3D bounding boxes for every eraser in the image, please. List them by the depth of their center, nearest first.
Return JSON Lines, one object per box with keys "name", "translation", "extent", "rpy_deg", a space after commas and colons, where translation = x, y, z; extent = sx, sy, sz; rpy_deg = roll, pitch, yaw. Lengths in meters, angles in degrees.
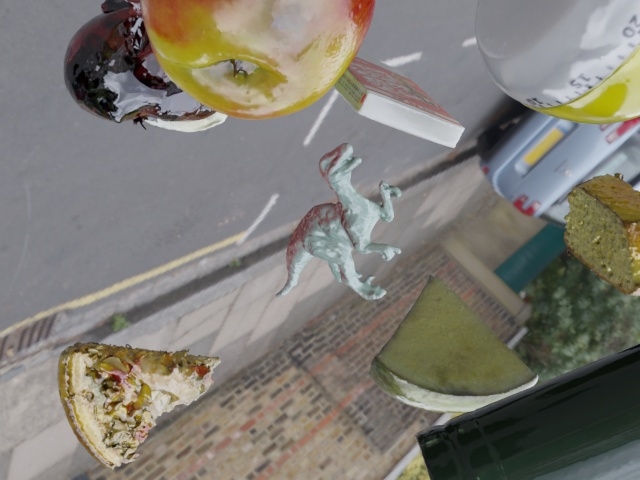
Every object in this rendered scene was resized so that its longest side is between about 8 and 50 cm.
{"name": "eraser", "translation": [0.082, -0.211, 0.946], "extent": [0.157, 0.230, 0.038], "rpy_deg": [14, 117, -28]}

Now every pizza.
{"name": "pizza", "translation": [-0.339, 0.309, 1.257], "extent": [0.288, 0.074, 0.251], "rpy_deg": [7, 110, -18]}

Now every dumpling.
{"name": "dumpling", "translation": [-0.314, -0.337, 1.636], "extent": [0.252, 0.131, 0.179], "rpy_deg": [-28, 139, -7]}

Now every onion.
{"name": "onion", "translation": [-0.284, -0.295, 1.125], "extent": [0.281, 0.221, 0.281], "rpy_deg": [-17, 156, -8]}

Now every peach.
{"name": "peach", "translation": [-0.047, -0.202, 0.561], "extent": [0.190, 0.190, 0.192], "rpy_deg": [114, -5, -58]}

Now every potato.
{"name": "potato", "translation": [0.170, 0.198, 1.126], "extent": [0.255, 0.269, 0.112], "rpy_deg": [-11, 133, -37]}

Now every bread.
{"name": "bread", "translation": [0.328, -0.009, 0.756], "extent": [0.065, 0.103, 0.187], "rpy_deg": [-11, -155, -2]}

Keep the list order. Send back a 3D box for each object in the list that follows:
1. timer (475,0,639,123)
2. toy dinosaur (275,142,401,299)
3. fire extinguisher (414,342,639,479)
{"name": "timer", "translation": [0.338, -0.243, 0.739], "extent": [0.285, 0.285, 0.285], "rpy_deg": [-40, 166, -12]}
{"name": "toy dinosaur", "translation": [0.000, 0.000, 0.755], "extent": [0.242, 0.167, 0.053], "rpy_deg": [-23, -154, 47]}
{"name": "fire extinguisher", "translation": [0.227, 0.127, 0.511], "extent": [0.311, 0.114, 0.095], "rpy_deg": [-21, 161, 2]}
